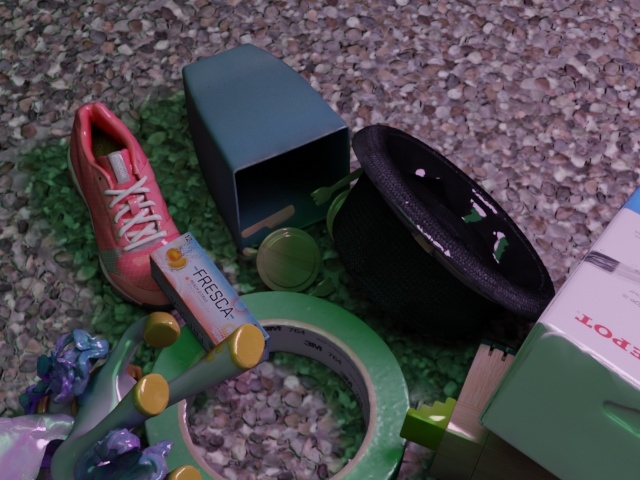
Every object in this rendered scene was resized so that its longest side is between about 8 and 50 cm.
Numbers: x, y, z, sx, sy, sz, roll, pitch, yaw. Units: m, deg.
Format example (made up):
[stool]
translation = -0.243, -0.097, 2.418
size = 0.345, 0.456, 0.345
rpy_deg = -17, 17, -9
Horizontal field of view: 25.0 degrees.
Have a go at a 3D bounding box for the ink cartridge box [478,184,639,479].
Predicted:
[ink cartridge box]
translation = 0.391, 0.136, 1.614
size = 0.285, 0.166, 0.395
rpy_deg = 34, 35, 12

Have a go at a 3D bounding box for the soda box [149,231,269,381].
[soda box]
translation = -0.136, 0.079, 1.756
size = 0.063, 0.058, 0.183
rpy_deg = -29, 64, -19

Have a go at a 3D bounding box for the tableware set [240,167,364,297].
[tableware set]
translation = 0.000, 0.000, 1.896
size = 0.194, 0.039, 0.128
rpy_deg = -29, 101, -14

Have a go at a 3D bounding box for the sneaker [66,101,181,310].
[sneaker]
translation = -0.258, -0.048, 1.869
size = 0.116, 0.136, 0.313
rpy_deg = -23, 63, -15

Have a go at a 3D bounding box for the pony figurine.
[pony figurine]
translation = -0.255, 0.242, 1.587
size = 0.303, 0.363, 0.351
rpy_deg = 40, 51, -23

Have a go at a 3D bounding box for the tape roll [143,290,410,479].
[tape roll]
translation = -0.053, 0.217, 1.754
size = 0.321, 0.077, 0.321
rpy_deg = 2, 59, -3

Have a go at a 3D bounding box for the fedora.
[fedora]
translation = 0.134, 0.012, 1.814
size = 0.152, 0.334, 0.334
rpy_deg = -46, 63, 21

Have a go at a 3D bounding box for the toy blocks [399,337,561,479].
[toy blocks]
translation = 0.313, 0.213, 1.740
size = 0.382, 0.190, 0.261
rpy_deg = 21, 48, 8

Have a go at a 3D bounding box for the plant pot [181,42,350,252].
[plant pot]
translation = -0.088, -0.143, 1.927
size = 0.166, 0.165, 0.234
rpy_deg = -23, 55, -16
